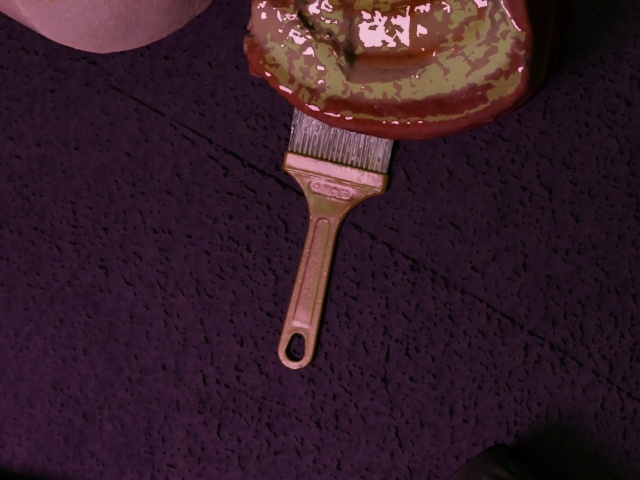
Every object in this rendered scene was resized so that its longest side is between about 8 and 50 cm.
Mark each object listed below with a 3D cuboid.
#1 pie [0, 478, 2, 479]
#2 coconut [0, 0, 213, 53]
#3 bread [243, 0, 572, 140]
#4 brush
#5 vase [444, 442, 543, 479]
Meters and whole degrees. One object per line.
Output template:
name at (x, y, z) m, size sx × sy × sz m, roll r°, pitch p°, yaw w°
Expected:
pie at (-0.265, 0.309, 1.566) m, size 0.273 × 0.069 × 0.273 m, roll 0°, pitch 92°, yaw 11°
coconut at (-0.158, -0.253, 1.415) m, size 0.241 × 0.241 × 0.241 m, roll 1°, pitch 94°, yaw 15°
bread at (0.060, -0.165, 1.423) m, size 0.244 × 0.123 × 0.190 m, roll -10°, pitch 92°, yaw 17°
brush at (0.000, 0.000, 1.505) m, size 0.083 × 0.011 × 0.205 m, roll 14°, pitch 98°, yaw 13°
vase at (0.180, 0.297, 1.417) m, size 0.301 × 0.156 × 0.251 m, roll 51°, pitch 129°, yaw 13°
